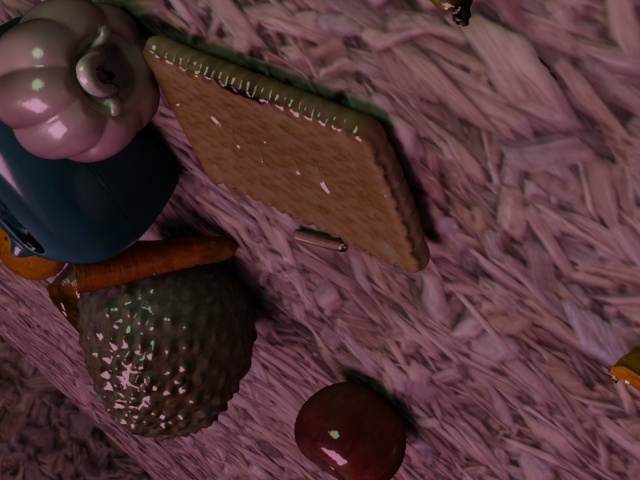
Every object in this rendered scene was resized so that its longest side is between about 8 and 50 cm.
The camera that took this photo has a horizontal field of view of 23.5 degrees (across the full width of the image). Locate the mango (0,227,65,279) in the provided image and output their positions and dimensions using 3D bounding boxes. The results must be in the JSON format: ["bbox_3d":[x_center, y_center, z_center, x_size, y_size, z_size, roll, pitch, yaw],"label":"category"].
[{"bbox_3d":[-0.474,-0.001,2.475,0.157,0.109,0.262,44,160,0],"label":"mango"}]

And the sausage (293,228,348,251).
[{"bbox_3d":[0.000,0.000,1.729,0.100,0.015,0.015,15,147,52],"label":"sausage"}]

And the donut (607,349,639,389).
[{"bbox_3d":[0.304,0.127,1.398,0.067,0.038,0.083,45,165,-18],"label":"donut"}]

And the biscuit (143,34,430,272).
[{"bbox_3d":[-0.034,-0.093,1.552,0.325,0.044,0.217,25,154,38],"label":"biscuit"}]

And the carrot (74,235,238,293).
[{"bbox_3d":[-0.207,0.022,1.949,0.061,0.210,0.061,171,90,-83],"label":"carrot"}]

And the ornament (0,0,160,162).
[{"bbox_3d":[-0.252,-0.169,1.616,0.177,0.177,0.177,36,160,15],"label":"ornament"}]

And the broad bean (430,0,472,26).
[{"bbox_3d":[0.032,-0.254,1.077,0.052,0.052,0.256,-25,120,27],"label":"broad bean"}]

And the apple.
[{"bbox_3d":[0.044,0.257,2.042,0.153,0.120,0.153,33,164,11],"label":"apple"}]

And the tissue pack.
[{"bbox_3d":[-0.326,-0.104,1.838,0.198,0.206,0.287,16,150,48],"label":"tissue pack"}]

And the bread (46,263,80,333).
[{"bbox_3d":[-0.330,0.116,2.455,0.210,0.110,0.192,45,159,-11],"label":"bread"}]

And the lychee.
[{"bbox_3d":[-0.213,0.128,2.067,0.255,0.274,0.255,15,176,1],"label":"lychee"}]
